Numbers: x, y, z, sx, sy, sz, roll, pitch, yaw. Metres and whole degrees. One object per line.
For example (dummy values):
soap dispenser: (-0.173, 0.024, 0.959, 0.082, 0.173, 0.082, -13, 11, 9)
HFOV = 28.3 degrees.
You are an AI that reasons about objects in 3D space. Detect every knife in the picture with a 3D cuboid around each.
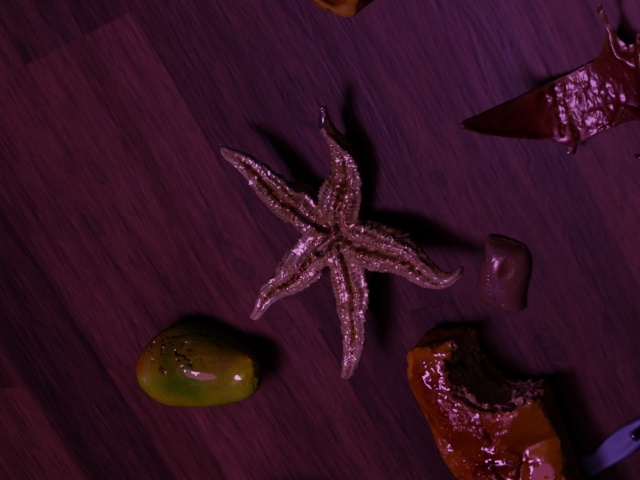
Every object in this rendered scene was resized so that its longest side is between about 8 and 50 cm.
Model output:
knife: (0.332, 0.290, 1.625, 0.044, 0.019, 0.313, 45, 138, 6)

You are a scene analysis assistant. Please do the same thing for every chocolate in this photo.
chocolate: (0.217, 0.045, 1.516, 0.064, 0.031, 0.100, 21, 131, 18)

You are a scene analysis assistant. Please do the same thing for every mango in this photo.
mango: (-0.177, 0.184, 1.871, 0.233, 0.111, 0.125, -7, 121, 40)

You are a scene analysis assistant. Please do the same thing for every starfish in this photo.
starfish: (0.000, -0.001, 1.614, 0.347, 0.078, 0.358, 51, 137, -7)

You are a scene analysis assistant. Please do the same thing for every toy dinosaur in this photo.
toy dinosaur: (0.305, -0.133, 1.254, 0.327, 0.113, 0.206, 23, 133, 25)

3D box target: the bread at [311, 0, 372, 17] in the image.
bread: (-0.007, -0.354, 1.341, 0.222, 0.096, 0.181, 39, 134, 8)

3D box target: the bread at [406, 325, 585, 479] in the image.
bread: (0.242, 0.280, 1.610, 0.185, 0.109, 0.380, -6, 114, 47)
